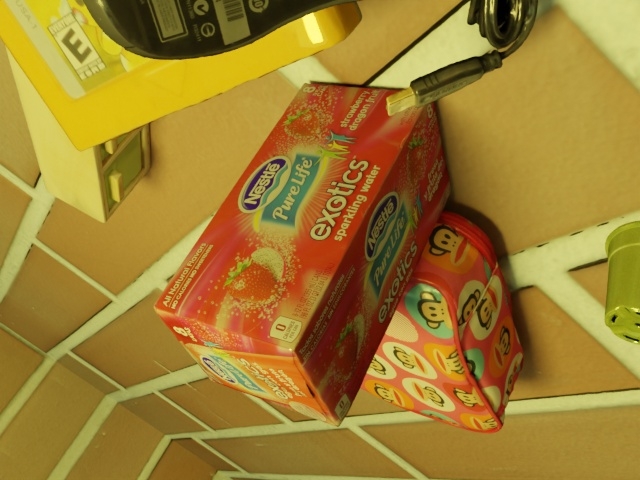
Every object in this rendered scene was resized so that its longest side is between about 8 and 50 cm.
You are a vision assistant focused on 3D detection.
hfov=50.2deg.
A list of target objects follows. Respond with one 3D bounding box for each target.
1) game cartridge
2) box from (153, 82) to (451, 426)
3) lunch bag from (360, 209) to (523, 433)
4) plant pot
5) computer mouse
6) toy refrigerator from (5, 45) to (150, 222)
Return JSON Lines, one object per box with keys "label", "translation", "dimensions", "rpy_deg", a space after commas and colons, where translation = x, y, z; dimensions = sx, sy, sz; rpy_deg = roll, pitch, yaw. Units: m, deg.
{"label": "game cartridge", "translation": [-0.163, -0.237, 0.457], "dimensions": [0.285, 0.053, 0.324], "rpy_deg": [-13, 120, 34]}
{"label": "box", "translation": [0.000, 0.000, 0.562], "dimensions": [0.128, 0.257, 0.123], "rpy_deg": [12, 147, 29]}
{"label": "lunch bag", "translation": [0.075, 0.084, 0.758], "dimensions": [0.258, 0.120, 0.293], "rpy_deg": [9, 144, 34]}
{"label": "plant pot", "translation": [0.268, 0.040, 0.561], "dimensions": [0.083, 0.079, 0.083], "rpy_deg": [23, 148, 15]}
{"label": "computer mouse", "translation": [0.006, -0.148, 0.395], "dimensions": [0.060, 0.261, 0.184], "rpy_deg": [-123, 11, -50]}
{"label": "toy refrigerator", "translation": [-0.244, -0.137, 0.733], "dimensions": [0.094, 0.102, 0.270], "rpy_deg": [29, 149, 3]}
